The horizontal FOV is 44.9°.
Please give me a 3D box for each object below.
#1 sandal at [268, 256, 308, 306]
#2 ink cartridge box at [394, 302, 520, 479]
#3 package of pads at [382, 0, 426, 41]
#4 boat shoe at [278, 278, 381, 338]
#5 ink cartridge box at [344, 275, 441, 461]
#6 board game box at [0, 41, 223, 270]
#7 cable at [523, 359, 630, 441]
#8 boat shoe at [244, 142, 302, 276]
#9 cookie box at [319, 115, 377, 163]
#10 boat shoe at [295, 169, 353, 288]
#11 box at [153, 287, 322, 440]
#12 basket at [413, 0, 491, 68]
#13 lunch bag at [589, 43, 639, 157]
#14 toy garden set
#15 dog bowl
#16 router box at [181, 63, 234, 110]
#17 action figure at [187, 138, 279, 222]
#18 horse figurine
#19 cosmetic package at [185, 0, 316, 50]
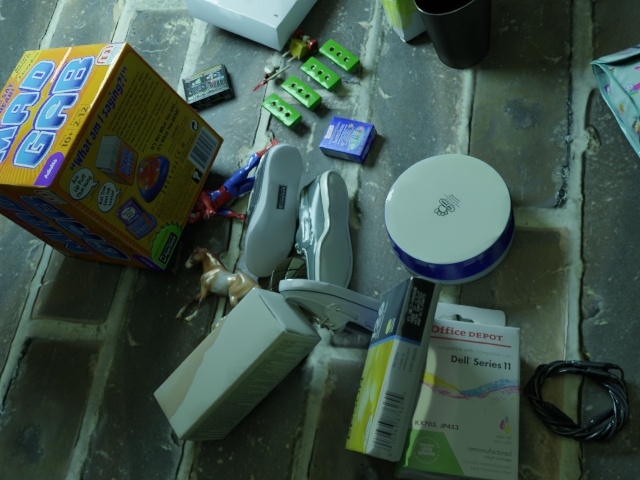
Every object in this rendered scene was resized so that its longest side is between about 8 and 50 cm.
[{"bbox_3d":[-0.075,0.136,1.660,0.090,0.060,0.219,13,64,-13],"label":"sandal"},{"bbox_3d":[0.256,0.264,1.436,0.207,0.119,0.353,6,64,2],"label":"ink cartridge box"},{"bbox_3d":[0.246,-0.628,1.823,0.229,0.296,0.101,-30,60,0],"label":"package of pads"},{"bbox_3d":[0.034,0.143,1.543,0.258,0.095,0.084,17,71,-18],"label":"boat shoe"},{"bbox_3d":[0.115,0.234,1.390,0.072,0.307,0.303,16,75,-6],"label":"ink cartridge box"},{"bbox_3d":[-0.511,-0.184,1.743,0.357,0.356,0.356,6,65,35],"label":"board game box"},{"bbox_3d":[0.470,0.293,1.431,0.185,0.047,0.150,2,69,15],"label":"cable"},{"bbox_3d":[-0.117,-0.070,1.744,0.108,0.102,0.301,8,92,-24],"label":"boat shoe"},{"bbox_3d":[0.065,-0.238,1.823,0.107,0.040,0.091,16,69,23],"label":"cookie box"},{"bbox_3d":[0.000,0.000,1.696,0.099,0.116,0.319,-18,58,34],"label":"boat shoe"},{"bbox_3d":[-0.162,0.248,1.525,0.311,0.148,0.121,-46,60,12],"label":"box"},{"bbox_3d":[0.318,-0.517,1.785,0.154,0.227,0.204,35,78,28],"label":"basket"},{"bbox_3d":[0.713,-0.334,1.617,0.224,0.160,0.262,-20,48,10],"label":"lunch bag"},{"bbox_3d":[-0.051,-0.408,1.945,0.244,0.049,0.204,-44,62,-7],"label":"toy garden set"},{"bbox_3d":[0.270,-0.046,1.627,0.265,0.104,0.264,-7,61,13],"label":"dog bowl"},{"bbox_3d":[-0.293,-0.396,2.014,0.123,0.038,0.092,-19,60,6],"label":"router box"},{"bbox_3d":[-0.186,-0.109,1.796,0.280,0.091,0.139,-34,43,-2],"label":"action figure"},{"bbox_3d":[-0.211,0.118,1.701,0.263,0.066,0.174,15,66,33],"label":"horse figurine"},{"bbox_3d":[-0.138,-0.704,2.052,0.285,0.097,0.377,24,67,18],"label":"cosmetic package"}]
